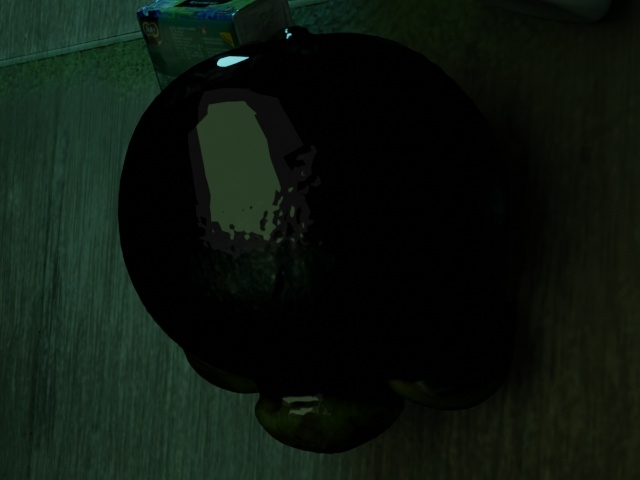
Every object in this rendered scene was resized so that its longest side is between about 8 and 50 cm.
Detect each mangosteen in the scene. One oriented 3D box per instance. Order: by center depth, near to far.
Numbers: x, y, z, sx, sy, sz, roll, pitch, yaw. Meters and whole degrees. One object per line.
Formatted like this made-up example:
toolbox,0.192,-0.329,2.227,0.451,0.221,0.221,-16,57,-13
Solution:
mangosteen,0.000,0.000,0.562,0.243,0.243,0.243,-5,82,42

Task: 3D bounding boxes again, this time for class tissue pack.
tissue pack,-0.060,-0.138,0.718,0.111,0.079,0.085,14,131,44

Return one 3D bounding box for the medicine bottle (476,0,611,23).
medicine bottle,0.128,-0.217,0.529,0.103,0.103,0.186,24,102,41
